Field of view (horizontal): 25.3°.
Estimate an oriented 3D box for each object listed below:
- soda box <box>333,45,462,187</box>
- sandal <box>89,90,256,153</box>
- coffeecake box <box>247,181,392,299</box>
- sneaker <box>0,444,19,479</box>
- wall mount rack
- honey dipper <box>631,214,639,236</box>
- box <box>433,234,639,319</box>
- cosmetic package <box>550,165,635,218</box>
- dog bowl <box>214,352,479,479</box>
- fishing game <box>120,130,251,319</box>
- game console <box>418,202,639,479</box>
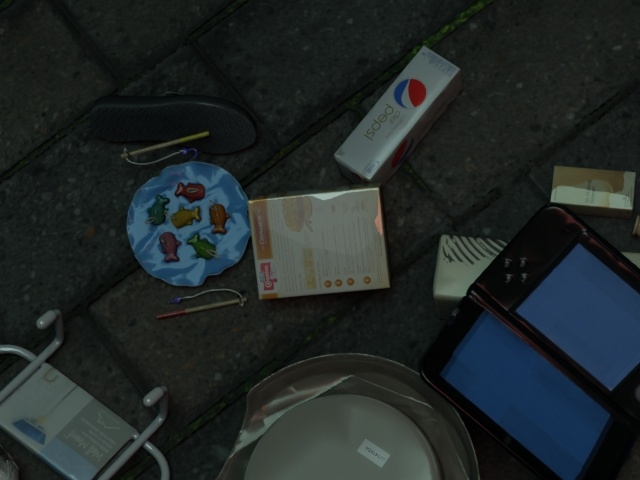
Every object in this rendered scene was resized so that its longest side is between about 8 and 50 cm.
[{"bbox_3d":[0.114,-0.171,2.063,0.069,0.074,0.216,36,79,18],"label":"soda box"},{"bbox_3d":[-0.216,-0.188,2.116,0.254,0.097,0.054,7,45,10],"label":"sandal"},{"bbox_3d":[0.000,0.000,1.995,0.185,0.068,0.142,-5,99,7],"label":"coffeecake box"},{"bbox_3d":[-0.526,0.311,1.997,0.232,0.090,0.115,23,84,23],"label":"sneaker"},{"bbox_3d":[-0.382,0.260,1.927,0.350,0.130,0.304,33,58,18],"label":"wall mount rack"},{"bbox_3d":[0.511,0.000,1.967,0.160,0.030,0.030,17,74,11],"label":"honey dipper"},{"bbox_3d":[0.295,0.063,1.934,0.275,0.113,0.094,5,71,9],"label":"box"},{"bbox_3d":[0.382,-0.068,2.002,0.115,0.041,0.060,4,72,10],"label":"cosmetic package"},{"bbox_3d":[0.030,0.321,1.788,0.349,0.102,0.349,-4,67,8],"label":"dog bowl"},{"bbox_3d":[-0.189,-0.025,2.058,0.189,0.041,0.264,-10,81,4],"label":"fishing game"},{"bbox_3d":[0.315,0.144,1.789,0.293,0.173,0.250,40,109,-1],"label":"game console"}]
